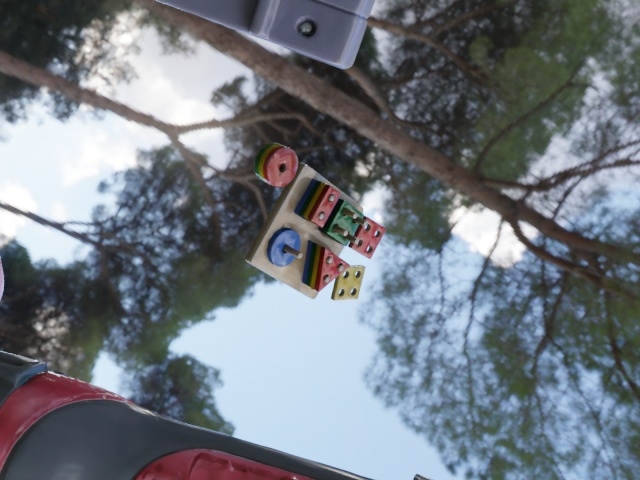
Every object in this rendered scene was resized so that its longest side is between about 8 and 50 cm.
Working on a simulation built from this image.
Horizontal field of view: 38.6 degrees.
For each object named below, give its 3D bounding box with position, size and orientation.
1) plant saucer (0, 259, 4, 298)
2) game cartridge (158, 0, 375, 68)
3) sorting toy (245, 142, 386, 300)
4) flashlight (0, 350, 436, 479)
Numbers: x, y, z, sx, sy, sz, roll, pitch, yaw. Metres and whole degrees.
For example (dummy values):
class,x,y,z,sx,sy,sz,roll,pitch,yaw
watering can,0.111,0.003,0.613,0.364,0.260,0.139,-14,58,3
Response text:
class,x,y,z,sx,sy,sz,roll,pitch,yaw
plant saucer,-0.408,0.023,0.663,0.332,0.332,0.084,-38,-122,34
game cartridge,-0.107,-0.284,0.619,0.068,0.355,0.230,-44,154,-70
sorting toy,0.000,0.000,1.093,0.046,0.274,0.132,25,-96,41
flashlight,-0.057,0.137,0.458,0.304,0.103,0.103,14,-112,14
